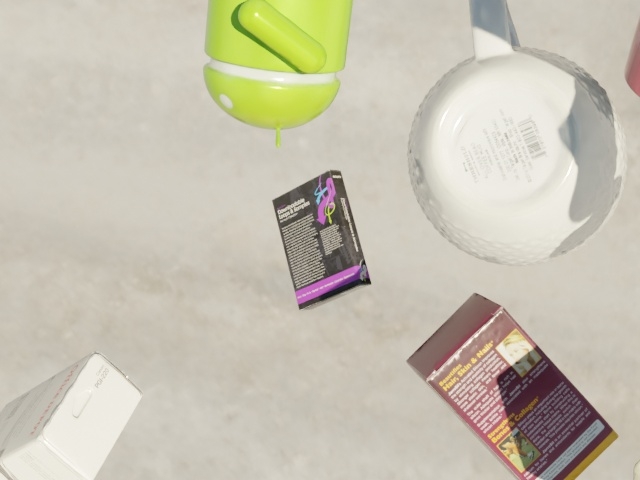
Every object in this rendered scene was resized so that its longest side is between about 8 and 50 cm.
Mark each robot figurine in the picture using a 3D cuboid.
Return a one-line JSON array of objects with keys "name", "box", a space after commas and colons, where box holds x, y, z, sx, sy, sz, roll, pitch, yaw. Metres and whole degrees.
[{"name": "robot figurine", "box": [-0.019, -0.104, 0.564, 0.067, 0.115, 0.101, 2, 18, -17]}]

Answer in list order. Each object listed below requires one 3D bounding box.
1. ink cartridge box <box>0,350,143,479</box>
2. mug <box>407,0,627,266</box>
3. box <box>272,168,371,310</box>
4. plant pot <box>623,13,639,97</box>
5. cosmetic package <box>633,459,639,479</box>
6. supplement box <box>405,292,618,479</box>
[{"name": "ink cartridge box", "box": [-0.343, 0.251, 1.530, 0.218, 0.092, 0.159, -32, 21, 39]}, {"name": "mug", "box": [0.235, -0.153, 1.522, 0.276, 0.328, 0.374, -9, 87, 13]}, {"name": "box", "box": [0.000, 0.000, 1.629, 0.116, 0.029, 0.162, -24, 76, 40]}, {"name": "plant pot", "box": [0.530, -0.287, 1.740, 0.201, 0.180, 0.201, 12, 43, -11]}, {"name": "cosmetic package", "box": [0.387, 0.224, 0.869, 0.153, 0.129, 0.296, -39, 49, -25]}, {"name": "supplement box", "box": [0.189, 0.156, 1.208, 0.104, 0.081, 0.188, -44, 104, -3]}]
